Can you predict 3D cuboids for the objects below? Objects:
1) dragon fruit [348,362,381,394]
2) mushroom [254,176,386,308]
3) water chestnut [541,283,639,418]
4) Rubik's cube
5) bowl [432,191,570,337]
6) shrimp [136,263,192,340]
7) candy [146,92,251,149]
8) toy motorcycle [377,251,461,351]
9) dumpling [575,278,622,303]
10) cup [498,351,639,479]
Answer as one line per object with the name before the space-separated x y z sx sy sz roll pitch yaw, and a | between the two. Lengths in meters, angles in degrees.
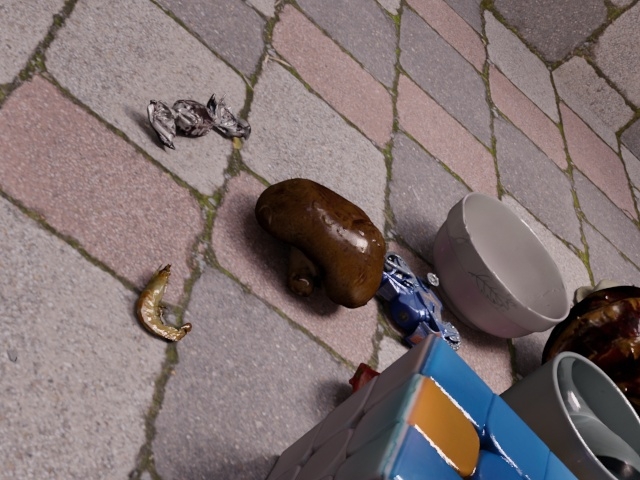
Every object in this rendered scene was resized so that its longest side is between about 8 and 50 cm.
dragon fruit | 0.088 0.250 1.470 0.153 0.111 0.153 35 -9 6
mushroom | 0.010 -0.009 1.603 0.231 0.138 0.194 44 29 -12
water chestnut | 0.547 0.235 1.902 0.300 0.300 0.300 35 32 -25
Rubik's cube | 0.099 0.338 1.154 0.292 0.291 0.290 46 29 -6
bowl | 0.310 0.064 1.933 0.287 0.143 0.287 35 32 -26
shrimp | -0.192 0.081 1.334 0.083 0.023 0.114 40 35 -23
candy | -0.186 -0.185 1.630 0.226 0.051 0.094 -10 66 -58
toy motorcycle | 0.152 0.108 1.741 0.205 0.076 0.114 53 36 7
dumpling | 0.636 0.147 2.361 0.150 0.092 0.177 14 48 -27
cup | 0.261 0.312 1.391 0.205 0.312 0.205 35 31 -25
